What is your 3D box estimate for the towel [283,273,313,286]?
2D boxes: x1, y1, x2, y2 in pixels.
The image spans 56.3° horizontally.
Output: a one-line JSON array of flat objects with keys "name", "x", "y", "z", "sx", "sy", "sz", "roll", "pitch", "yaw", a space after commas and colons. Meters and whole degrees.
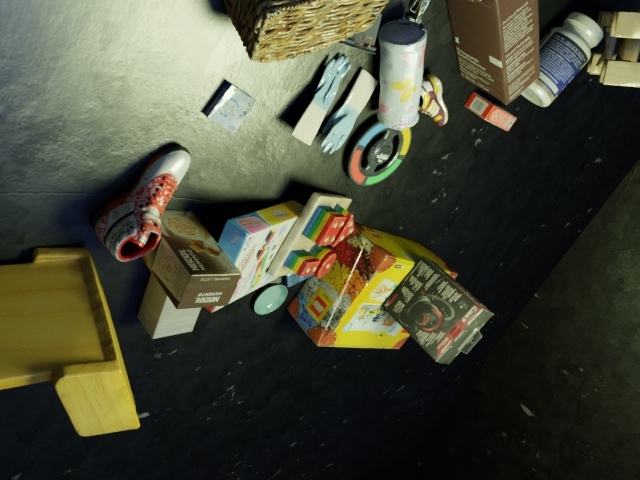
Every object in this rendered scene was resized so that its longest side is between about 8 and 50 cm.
[{"name": "towel", "x": -0.062, "y": 0.098, "z": 1.867, "sx": 0.120, "sy": 0.029, "sz": 0.067, "roll": -24, "pitch": 142, "yaw": -25}]

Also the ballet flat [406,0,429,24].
[{"name": "ballet flat", "x": 0.234, "y": -0.554, "z": 1.467, "sx": 0.041, "sy": 0.041, "sz": 0.114, "roll": -14, "pitch": 136, "yaw": -36}]

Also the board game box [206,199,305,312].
[{"name": "board game box", "x": -0.169, "y": 0.031, "z": 1.556, "sx": 0.317, "sy": 0.064, "sz": 0.242, "roll": -25, "pitch": 146, "yaw": -61}]

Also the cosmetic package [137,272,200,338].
[{"name": "cosmetic package", "x": -0.367, "y": 0.128, "z": 1.528, "sx": 0.127, "sy": 0.107, "sz": 0.237, "roll": -3, "pitch": 126, "yaw": -45}]

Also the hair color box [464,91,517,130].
[{"name": "hair color box", "x": 0.536, "y": -0.404, "z": 1.879, "sx": 0.167, "sy": 0.093, "sz": 0.053, "roll": 8, "pitch": 121, "yaw": -50}]

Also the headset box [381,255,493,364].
[{"name": "headset box", "x": 0.371, "y": 0.227, "z": 1.866, "sx": 0.218, "sy": 0.293, "sz": 0.110, "roll": -52, "pitch": 144, "yaw": 10}]

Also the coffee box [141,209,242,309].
[{"name": "coffee box", "x": -0.308, "y": 0.037, "z": 1.358, "sx": 0.141, "sy": 0.246, "sz": 0.098, "roll": 1, "pitch": 126, "yaw": -46}]

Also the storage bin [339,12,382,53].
[{"name": "storage bin", "x": 0.078, "y": -0.481, "z": 1.341, "sx": 0.135, "sy": 0.098, "sz": 0.091, "roll": -2, "pitch": 118, "yaw": -44}]

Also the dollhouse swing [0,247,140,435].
[{"name": "dollhouse swing", "x": -0.575, "y": 0.225, "z": 1.213, "sx": 0.305, "sy": 0.346, "sz": 0.315, "roll": -17, "pitch": 139, "yaw": -20}]

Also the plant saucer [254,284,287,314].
[{"name": "plant saucer", "x": -0.159, "y": 0.179, "z": 1.861, "sx": 0.119, "sy": 0.021, "sz": 0.119, "roll": -26, "pitch": 142, "yaw": -23}]

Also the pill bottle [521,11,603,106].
[{"name": "pill bottle", "x": 0.733, "y": -0.561, "z": 1.857, "sx": 0.264, "sy": 0.153, "sz": 0.153, "roll": -50, "pitch": 145, "yaw": 10}]

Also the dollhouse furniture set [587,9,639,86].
[{"name": "dollhouse furniture set", "x": 0.994, "y": -0.665, "z": 1.791, "sx": 0.362, "sy": 0.257, "sz": 0.393, "roll": -52, "pitch": 148, "yaw": -64}]

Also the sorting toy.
[{"name": "sorting toy", "x": 0.000, "y": 0.000, "z": 1.685, "sx": 0.257, "sy": 0.089, "sz": 0.255, "roll": -59, "pitch": 162, "yaw": 13}]

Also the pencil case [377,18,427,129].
[{"name": "pencil case", "x": 0.200, "y": -0.414, "z": 1.510, "sx": 0.114, "sy": 0.124, "sz": 0.273, "roll": -8, "pitch": 138, "yaw": -3}]

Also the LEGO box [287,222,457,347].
[{"name": "LEGO box", "x": 0.193, "y": 0.174, "z": 2.059, "sx": 0.500, "sy": 0.193, "sz": 0.372, "roll": 15, "pitch": 115, "yaw": -51}]

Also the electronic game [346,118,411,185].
[{"name": "electronic game", "x": 0.168, "y": -0.254, "z": 1.706, "sx": 0.229, "sy": 0.048, "sz": 0.229, "roll": -27, "pitch": 143, "yaw": -23}]

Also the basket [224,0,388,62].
[{"name": "basket", "x": -0.042, "y": -0.506, "z": 1.170, "sx": 0.299, "sy": 0.222, "sz": 0.213, "roll": -24, "pitch": 174, "yaw": -21}]

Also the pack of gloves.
[{"name": "pack of gloves", "x": 0.027, "y": -0.339, "z": 1.493, "sx": 0.195, "sy": 0.046, "sz": 0.232, "roll": 20, "pitch": 101, "yaw": -53}]

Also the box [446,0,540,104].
[{"name": "box", "x": 0.449, "y": -0.551, "z": 1.547, "sx": 0.143, "sy": 0.191, "sz": 0.381, "roll": -40, "pitch": 145, "yaw": -5}]

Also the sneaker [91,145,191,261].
[{"name": "sneaker", "x": -0.356, "y": -0.072, "z": 1.282, "sx": 0.270, "sy": 0.145, "sz": 0.090, "roll": -42, "pitch": 146, "yaw": -3}]

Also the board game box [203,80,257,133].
[{"name": "board game box", "x": -0.197, "y": -0.292, "z": 1.319, "sx": 0.090, "sy": 0.020, "sz": 0.090, "roll": -51, "pitch": 145, "yaw": 10}]

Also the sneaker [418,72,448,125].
[{"name": "sneaker", "x": 0.304, "y": -0.386, "z": 1.695, "sx": 0.084, "sy": 0.069, "sz": 0.185, "roll": -32, "pitch": 139, "yaw": -2}]
